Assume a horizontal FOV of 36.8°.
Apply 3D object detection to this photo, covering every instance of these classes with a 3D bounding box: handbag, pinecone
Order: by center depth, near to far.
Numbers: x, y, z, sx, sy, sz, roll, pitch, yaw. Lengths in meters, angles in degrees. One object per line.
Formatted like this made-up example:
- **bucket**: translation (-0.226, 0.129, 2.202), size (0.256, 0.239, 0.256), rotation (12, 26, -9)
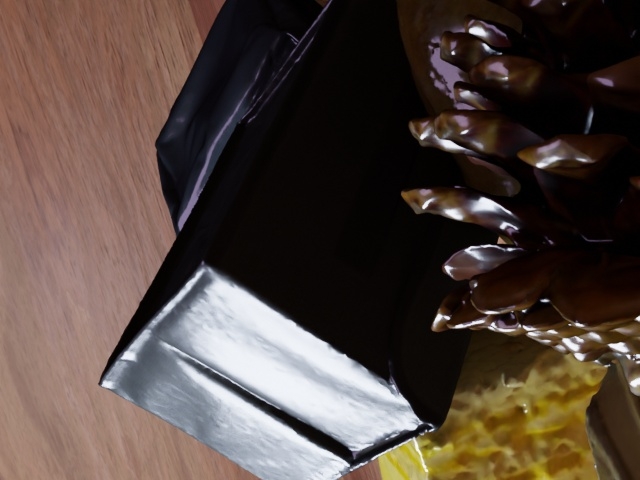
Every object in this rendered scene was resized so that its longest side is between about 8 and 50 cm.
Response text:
- **pinecone**: translation (0.168, -0.054, 0.486), size (0.264, 0.264, 0.264), rotation (161, 90, -79)
- **handbag**: translation (-0.061, -0.137, 1.130), size (0.302, 0.178, 0.275), rotation (-59, 26, 24)

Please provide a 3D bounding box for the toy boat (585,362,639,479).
- **toy boat**: translation (0.271, 0.197, 0.521), size (0.136, 0.162, 0.445), rotation (44, -163, -19)

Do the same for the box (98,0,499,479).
- **box**: translation (0.001, 0.001, 0.817), size (0.251, 0.204, 0.345), rotation (-43, 20, 51)

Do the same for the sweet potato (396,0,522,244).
- **sweet potato**: translation (0.150, -0.100, 0.699), size (0.158, 0.157, 0.370), rotation (155, 96, -79)

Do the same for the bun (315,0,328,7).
- **bun**: translation (-0.032, -0.152, 1.334), size (0.365, 0.219, 0.365), rotation (61, 167, 24)

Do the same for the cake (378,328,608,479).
- **cake**: translation (0.179, 0.210, 0.912), size (0.227, 0.222, 0.286), rotation (-140, 32, -73)
